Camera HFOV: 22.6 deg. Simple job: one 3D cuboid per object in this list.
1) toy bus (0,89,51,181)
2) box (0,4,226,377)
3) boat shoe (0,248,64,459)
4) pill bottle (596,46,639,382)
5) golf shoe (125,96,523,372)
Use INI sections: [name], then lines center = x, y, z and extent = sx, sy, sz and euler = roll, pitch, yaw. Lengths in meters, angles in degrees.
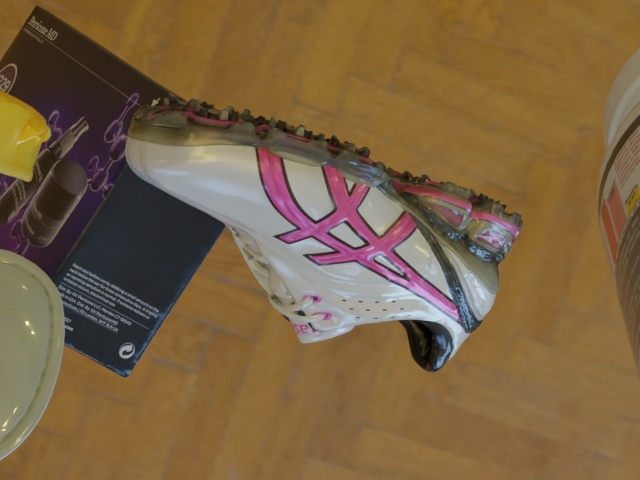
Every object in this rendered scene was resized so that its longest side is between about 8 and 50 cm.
[toy bus]
center = -0.147, -0.023, 0.411
extent = 0.220, 0.149, 0.211
euler = 44, 99, 19
[box]
center = -0.176, -0.045, 1.170
extent = 0.103, 0.261, 0.184
euler = 35, 90, -36
[boat shoe]
center = -0.253, 0.135, 0.939
extent = 0.114, 0.091, 0.302
euler = 39, 54, -12
[pill bottle]
center = 0.291, 0.005, 1.030
extent = 0.210, 0.363, 0.210
euler = 0, 123, 0
[golf shoe]
center = 0.000, 0.000, 0.651
extent = 0.186, 0.067, 0.086
euler = 21, 90, -30
